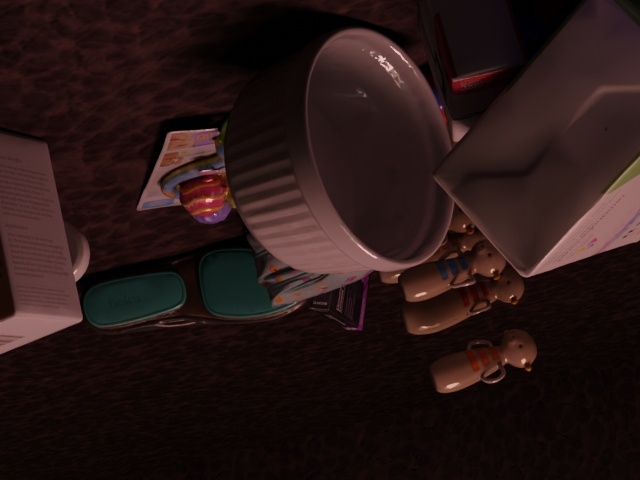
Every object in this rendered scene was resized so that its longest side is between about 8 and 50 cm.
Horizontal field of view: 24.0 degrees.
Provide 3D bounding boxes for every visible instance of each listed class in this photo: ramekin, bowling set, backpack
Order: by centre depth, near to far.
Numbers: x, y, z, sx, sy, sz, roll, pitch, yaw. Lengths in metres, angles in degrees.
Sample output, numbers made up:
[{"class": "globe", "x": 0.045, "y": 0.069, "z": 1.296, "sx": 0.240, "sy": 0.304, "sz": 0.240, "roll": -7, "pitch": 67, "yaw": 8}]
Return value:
[{"class": "ramekin", "x": 0.012, "y": -0.069, "z": 1.273, "sx": 0.109, "sy": 0.207, "sz": 0.207, "roll": -14, "pitch": 167, "yaw": 37}, {"class": "backpack", "x": 0.000, "y": 0.000, "z": 1.649, "sx": 0.182, "sy": 0.115, "sz": 0.152, "roll": -24, "pitch": 164, "yaw": 40}, {"class": "bowling set", "x": 0.157, "y": 0.020, "z": 1.761, "sx": 0.154, "sy": 0.287, "sz": 0.200, "roll": -19, "pitch": 131, "yaw": -5}]

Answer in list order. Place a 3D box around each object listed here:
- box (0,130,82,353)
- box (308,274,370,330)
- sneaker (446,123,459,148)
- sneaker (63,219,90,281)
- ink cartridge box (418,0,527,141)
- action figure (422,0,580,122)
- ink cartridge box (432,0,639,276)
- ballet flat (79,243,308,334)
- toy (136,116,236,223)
[{"class": "box", "x": -0.297, "y": 0.007, "z": 1.305, "sx": 0.130, "sy": 0.171, "sz": 0.091, "roll": -22, "pitch": 164, "yaw": 27}, {"class": "box", "x": 0.027, "y": 0.040, "z": 1.803, "sx": 0.029, "sy": 0.116, "sz": 0.162, "roll": 3, "pitch": 170, "yaw": 18}, {"class": "sneaker", "x": 0.133, "y": -0.085, "z": 1.530, "sx": 0.066, "sy": 0.071, "sz": 0.188, "roll": -28, "pitch": 154, "yaw": 38}, {"class": "sneaker", "x": -0.299, "y": 0.036, "z": 1.544, "sx": 0.256, "sy": 0.094, "sz": 0.151, "roll": -13, "pitch": 162, "yaw": 34}, {"class": "ink cartridge box", "x": 0.121, "y": -0.157, "z": 1.216, "sx": 0.063, "sy": 0.109, "sz": 0.150, "roll": -15, "pitch": 164, "yaw": 0}, {"class": "action figure", "x": 0.159, "y": -0.120, "z": 1.346, "sx": 0.091, "sy": 0.139, "sz": 0.280, "roll": 4, "pitch": 159, "yaw": -45}, {"class": "ink cartridge box", "x": 0.262, "y": -0.096, "z": 1.262, "sx": 0.207, "sy": 0.119, "sz": 0.353, "roll": -50, "pitch": 163, "yaw": 25}, {"class": "ballet flat", "x": -0.144, "y": 0.057, "z": 1.787, "sx": 0.280, "sy": 0.095, "sz": 0.096, "roll": -5, "pitch": 175, "yaw": 5}, {"class": "toy", "x": -0.097, "y": -0.055, "z": 1.480, "sx": 0.136, "sy": 0.056, "sz": 0.237, "roll": -8, "pitch": 163, "yaw": -16}]
